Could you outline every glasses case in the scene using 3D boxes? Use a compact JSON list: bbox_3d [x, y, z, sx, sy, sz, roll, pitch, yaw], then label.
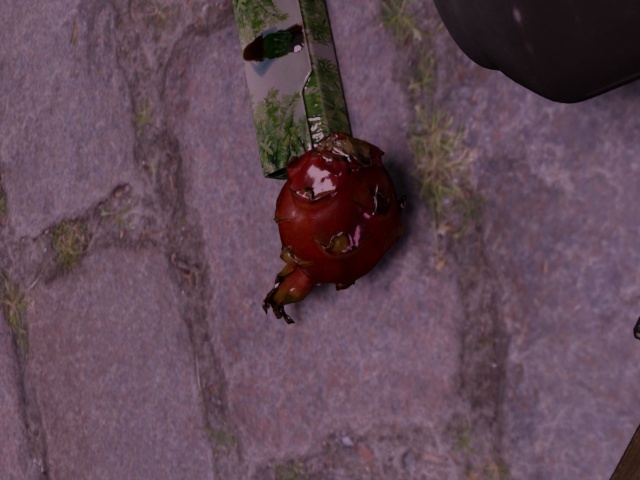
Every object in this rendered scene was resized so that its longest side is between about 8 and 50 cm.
[{"bbox_3d":[-0.039,-0.209,0.991,0.095,0.062,0.272,-19,77,38],"label":"glasses case"}]

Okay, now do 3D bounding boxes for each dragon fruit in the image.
[{"bbox_3d":[0.000,0.000,0.926,0.125,0.125,0.246,41,126,12],"label":"dragon fruit"}]

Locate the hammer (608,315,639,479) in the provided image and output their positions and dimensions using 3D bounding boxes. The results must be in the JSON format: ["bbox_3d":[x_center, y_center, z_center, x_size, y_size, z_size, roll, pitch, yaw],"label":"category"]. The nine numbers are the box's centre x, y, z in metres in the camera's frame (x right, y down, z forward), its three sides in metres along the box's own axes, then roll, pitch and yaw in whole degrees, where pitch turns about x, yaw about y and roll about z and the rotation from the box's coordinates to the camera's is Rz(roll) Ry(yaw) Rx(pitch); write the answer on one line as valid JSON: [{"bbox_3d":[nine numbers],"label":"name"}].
[{"bbox_3d":[0.250,0.228,0.763,0.111,0.043,0.366,34,113,34],"label":"hammer"}]

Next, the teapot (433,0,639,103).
[{"bbox_3d":[0.278,-0.285,0.614,0.361,0.305,0.376,-1,60,31],"label":"teapot"}]
